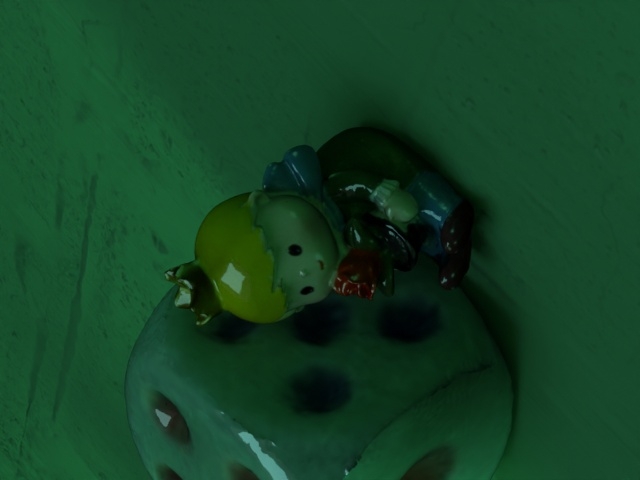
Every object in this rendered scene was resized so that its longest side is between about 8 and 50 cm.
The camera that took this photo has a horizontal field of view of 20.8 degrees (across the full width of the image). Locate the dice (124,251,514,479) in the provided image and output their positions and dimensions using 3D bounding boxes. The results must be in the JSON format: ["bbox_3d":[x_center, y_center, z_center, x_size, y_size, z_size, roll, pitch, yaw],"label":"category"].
[{"bbox_3d":[-0.002,0.157,1.592,0.262,0.264,0.268,37,148,31],"label":"dice"}]

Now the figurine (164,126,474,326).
[{"bbox_3d":[0.001,0.012,1.464,0.185,0.234,0.127,42,145,23],"label":"figurine"}]
